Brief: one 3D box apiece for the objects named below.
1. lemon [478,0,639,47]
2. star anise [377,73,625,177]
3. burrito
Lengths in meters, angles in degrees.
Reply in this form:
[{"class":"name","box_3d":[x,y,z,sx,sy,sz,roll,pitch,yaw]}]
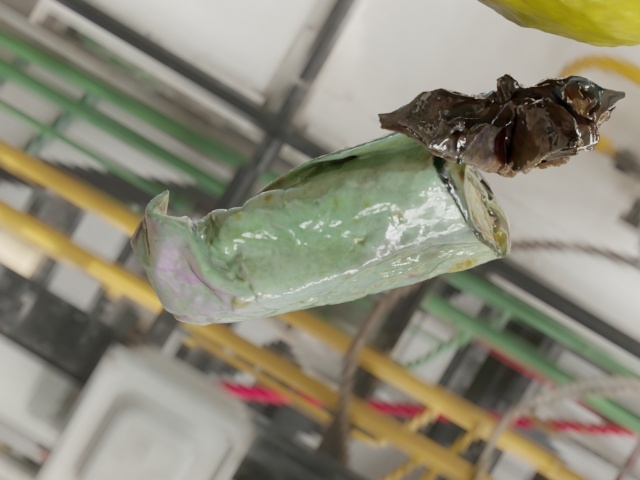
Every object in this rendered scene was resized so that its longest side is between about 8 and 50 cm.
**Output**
[{"class":"lemon","box_3d":[0.155,-0.237,1.034,0.268,0.268,0.321,-60,-152,34]},{"class":"star anise","box_3d":[0.093,-0.064,1.051,0.124,0.129,0.056,-40,128,-62]},{"class":"burrito","box_3d":[0.000,0.000,1.236,0.144,0.229,0.089,50,26,-56]}]
